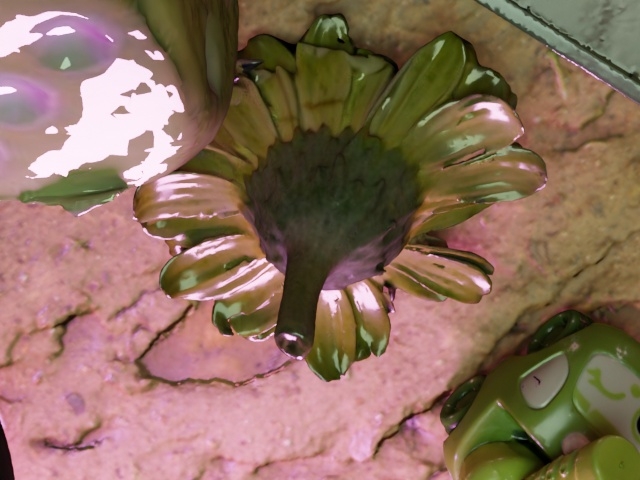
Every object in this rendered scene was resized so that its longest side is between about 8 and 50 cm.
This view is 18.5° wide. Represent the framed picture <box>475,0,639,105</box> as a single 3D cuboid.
[{"bbox_3d":[0.268,-0.246,1.489,0.217,0.017,0.274,33,107,-10],"label":"framed picture"}]

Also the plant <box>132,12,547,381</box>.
[{"bbox_3d":[-0.016,-0.036,1.482,0.261,0.297,0.306,51,122,16],"label":"plant"}]

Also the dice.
[{"bbox_3d":[-0.200,-0.186,1.352,0.252,0.254,0.250,-5,138,10],"label":"dice"}]

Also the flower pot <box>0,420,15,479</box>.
[{"bbox_3d":[-0.446,0.197,1.522,0.330,0.293,0.293,-29,107,16],"label":"flower pot"}]

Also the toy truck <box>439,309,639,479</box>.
[{"bbox_3d":[0.183,0.172,1.550,0.187,0.210,0.148,-35,106,31],"label":"toy truck"}]
